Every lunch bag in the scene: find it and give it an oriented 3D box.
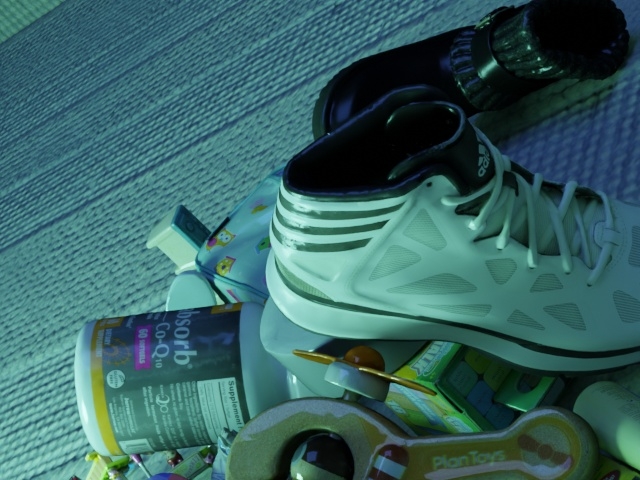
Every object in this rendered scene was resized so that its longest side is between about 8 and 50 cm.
[{"bbox_3d":[-0.014,0.007,2.230,0.224,0.108,0.279,-49,36,-14],"label":"lunch bag"}]

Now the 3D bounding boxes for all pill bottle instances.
[{"bbox_3d":[-0.128,0.154,2.048,0.278,0.162,0.162,-8,32,6],"label":"pill bottle"}]

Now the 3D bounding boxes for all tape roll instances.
[{"bbox_3d":[0.041,0.054,1.839,0.219,0.072,0.219,-36,25,20],"label":"tape roll"}]

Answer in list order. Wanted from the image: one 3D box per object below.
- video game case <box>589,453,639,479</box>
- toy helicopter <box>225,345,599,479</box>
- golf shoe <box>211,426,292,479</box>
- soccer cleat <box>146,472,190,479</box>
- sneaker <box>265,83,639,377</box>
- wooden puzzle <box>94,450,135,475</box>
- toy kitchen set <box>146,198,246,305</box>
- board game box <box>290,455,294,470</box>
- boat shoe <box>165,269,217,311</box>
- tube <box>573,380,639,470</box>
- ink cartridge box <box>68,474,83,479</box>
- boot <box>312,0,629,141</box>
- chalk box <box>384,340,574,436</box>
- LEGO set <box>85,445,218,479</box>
[{"bbox_3d":[0.191,0.309,1.565,0.275,0.035,0.248,-49,25,-8],"label":"video game case"},{"bbox_3d":[0.079,0.195,1.649,0.355,0.140,0.235,-10,70,20],"label":"toy helicopter"},{"bbox_3d":[-0.068,0.262,1.843,0.086,0.069,0.176,-67,22,7],"label":"golf shoe"},{"bbox_3d":[-0.148,0.301,1.807,0.083,0.095,0.248,-32,34,4],"label":"soccer cleat"},{"bbox_3d":[0.173,-0.009,1.607,0.447,0.257,0.169,2,60,0],"label":"sneaker"},{"bbox_3d":[-0.268,0.288,2.349,0.078,0.014,0.116,-45,23,9],"label":"wooden puzzle"},{"bbox_3d":[-0.122,-0.035,2.442,0.122,0.166,0.207,-29,29,32],"label":"toy kitchen set"},{"bbox_3d":[-0.078,0.363,1.848,0.254,0.079,0.336,-5,45,55],"label":"board game box"},{"bbox_3d":[-0.157,0.105,2.279,0.065,0.183,0.083,-5,29,3],"label":"boat shoe"},{"bbox_3d":[0.296,0.182,1.552,0.070,0.062,0.240,-27,19,-13],"label":"tube"},{"bbox_3d":[-0.288,0.393,1.920,0.272,0.130,0.309,-51,6,16],"label":"ink cartridge box"},{"bbox_3d":[0.179,-0.198,2.170,0.348,0.131,0.260,-32,15,-31],"label":"boot"},{"bbox_3d":[0.156,0.126,1.789,0.132,0.132,0.213,-52,25,-18],"label":"chalk box"},{"bbox_3d":[-0.207,0.287,2.168,0.287,0.132,0.107,-44,66,11],"label":"LEGO set"}]
